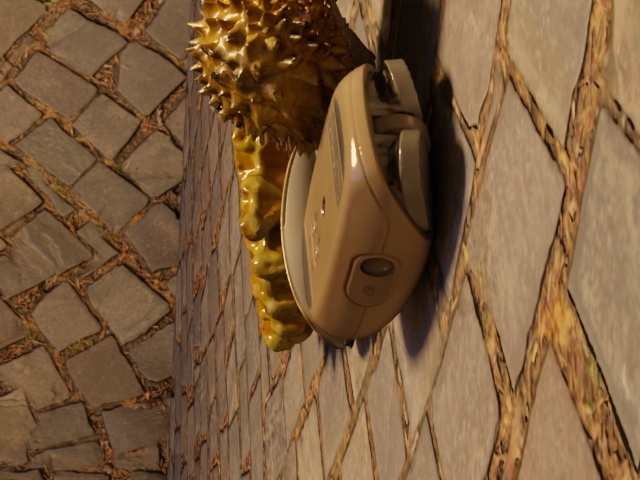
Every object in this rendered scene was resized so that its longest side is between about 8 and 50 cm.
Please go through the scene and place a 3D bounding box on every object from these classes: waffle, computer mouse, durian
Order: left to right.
[{"bbox_3d":[-0.034,-0.148,1.395,0.138,0.183,0.250,-55,-21,3],"label":"durian"},{"bbox_3d":[-0.041,-0.030,1.706,0.309,0.065,0.283,-46,-50,-88],"label":"waffle"},{"bbox_3d":[-0.002,0.001,1.576,0.102,0.045,0.199,39,-137,-60],"label":"computer mouse"},{"bbox_3d":[0.039,-0.025,1.310,0.236,0.082,0.145,105,164,-49],"label":"computer mouse"}]

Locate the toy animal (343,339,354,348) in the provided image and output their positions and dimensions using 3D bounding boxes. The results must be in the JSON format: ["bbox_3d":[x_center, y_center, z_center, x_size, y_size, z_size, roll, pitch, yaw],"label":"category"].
[{"bbox_3d":[0.027,0.029,1.487,0.065,0.047,0.135,-126,41,-69],"label":"toy animal"}]
